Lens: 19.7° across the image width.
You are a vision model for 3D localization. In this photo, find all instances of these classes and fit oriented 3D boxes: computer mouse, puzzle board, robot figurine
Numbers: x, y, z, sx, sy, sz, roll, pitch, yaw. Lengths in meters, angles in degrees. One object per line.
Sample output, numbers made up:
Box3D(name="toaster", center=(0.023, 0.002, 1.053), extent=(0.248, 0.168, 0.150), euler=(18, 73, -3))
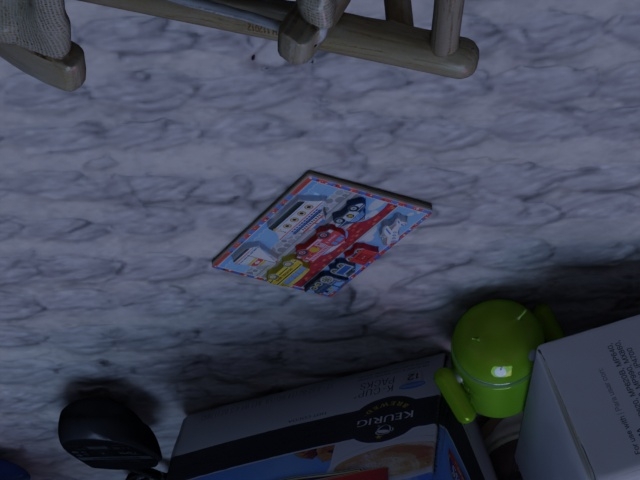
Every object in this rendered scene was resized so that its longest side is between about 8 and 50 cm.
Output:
Box3D(name="computer mouse", center=(-0.145, 0.170, 1.471), extent=(0.071, 0.041, 0.242), euler=(-3, 158, 13))
Box3D(name="puzzle board", center=(0.000, 0.000, 1.217), extent=(0.096, 0.011, 0.128), euler=(14, 144, -29))
Box3D(name="robot figurine", center=(0.128, 0.085, 1.325), extent=(0.101, 0.067, 0.115), euler=(-30, 153, -11))

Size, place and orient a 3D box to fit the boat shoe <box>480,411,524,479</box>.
Box3D(name="boat shoe", center=(0.273, 0.173, 1.472), extent=(0.285, 0.092, 0.103), euler=(-6, 151, 4))

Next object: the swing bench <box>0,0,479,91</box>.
Box3D(name="swing bench", center=(-0.060, -0.192, 0.728), extent=(0.255, 0.165, 0.253), euler=(-3, 150, -3))

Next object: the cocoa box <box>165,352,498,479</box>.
Box3D(name="cocoa box", center=(0.039, 0.305, 1.390), extent=(0.231, 0.228, 0.347), euler=(-14, 116, 16))

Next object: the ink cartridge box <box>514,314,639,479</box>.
Box3D(name="ink cartridge box", center=(0.287, 0.126, 1.316), extent=(0.273, 0.114, 0.197), euler=(-17, 151, -9))

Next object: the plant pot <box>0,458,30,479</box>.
Box3D(name="plant pot", center=(-0.326, 0.311, 1.460), extent=(0.236, 0.212, 0.236), euler=(-13, 161, -40))
